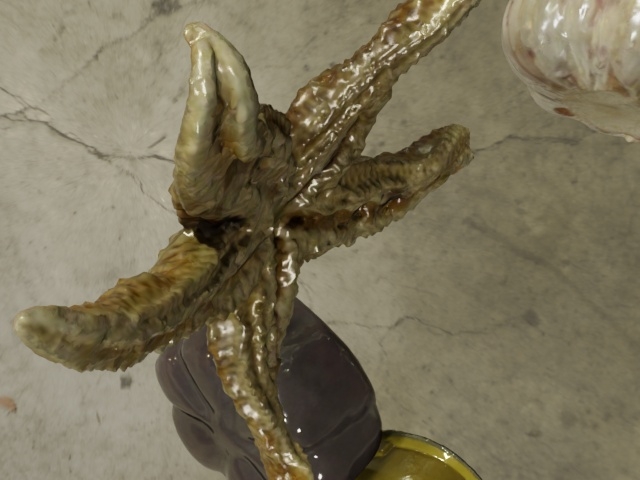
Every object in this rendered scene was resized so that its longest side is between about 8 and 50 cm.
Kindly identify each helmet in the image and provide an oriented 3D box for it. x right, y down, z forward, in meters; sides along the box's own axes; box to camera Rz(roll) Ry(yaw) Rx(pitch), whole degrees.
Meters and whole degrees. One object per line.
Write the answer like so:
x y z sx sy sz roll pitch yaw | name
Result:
0.071 0.333 1.001 0.205 0.140 0.257 34 132 12 | helmet

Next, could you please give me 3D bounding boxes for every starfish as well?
-0.009 -0.002 0.474 0.094 0.375 0.327 25 127 24 | starfish

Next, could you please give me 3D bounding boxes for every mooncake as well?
-0.055 0.160 0.952 0.133 0.245 0.245 -39 103 -38 | mooncake

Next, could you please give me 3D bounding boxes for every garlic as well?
0.189 -0.118 0.560 0.159 0.147 0.102 21 79 8 | garlic
